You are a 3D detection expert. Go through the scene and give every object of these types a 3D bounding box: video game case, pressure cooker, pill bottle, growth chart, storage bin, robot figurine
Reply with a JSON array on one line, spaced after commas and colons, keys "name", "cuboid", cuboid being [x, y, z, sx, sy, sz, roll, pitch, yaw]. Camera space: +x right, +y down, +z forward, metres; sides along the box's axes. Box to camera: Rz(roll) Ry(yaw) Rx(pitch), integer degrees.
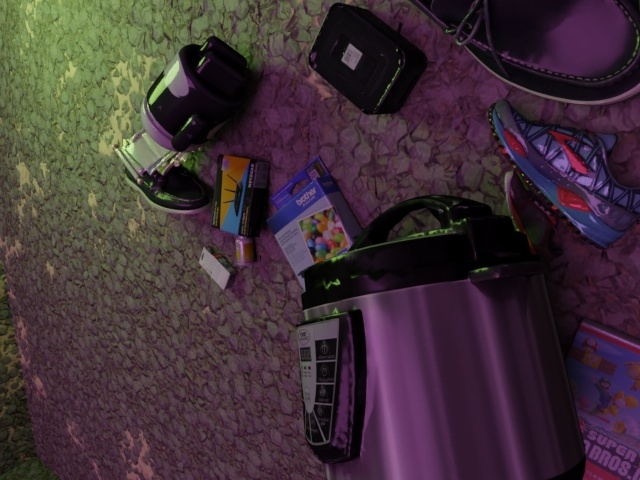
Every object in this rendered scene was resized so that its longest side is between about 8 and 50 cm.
[{"name": "video game case", "cuboid": [0.465, 0.287, 0.761, 0.204, 0.025, 0.285, 25, 117, 32]}, {"name": "pressure cooker", "cuboid": [0.157, 0.148, 0.732, 0.369, 0.375, 0.421, -12, 79, 21]}, {"name": "pill bottle", "cuboid": [-0.187, 0.018, 1.200, 0.043, 0.043, 0.083, 10, 109, 37]}, {"name": "growth chart", "cuboid": [-0.394, -0.243, 1.219, 0.237, 0.021, 0.172, -35, 70, -2]}, {"name": "storage bin", "cuboid": [0.080, -0.318, 0.857, 0.180, 0.084, 0.122, 46, 127, 19]}, {"name": "robot figurine", "cuboid": [-0.280, -0.316, 1.088, 0.278, 0.209, 0.174, -35, 94, 33]}]

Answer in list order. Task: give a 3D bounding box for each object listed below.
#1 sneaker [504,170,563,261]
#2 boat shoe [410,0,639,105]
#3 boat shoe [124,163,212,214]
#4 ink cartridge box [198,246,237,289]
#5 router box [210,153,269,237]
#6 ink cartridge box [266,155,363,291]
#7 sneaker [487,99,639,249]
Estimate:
[{"name": "sneaker", "cuboid": [0.334, -0.039, 0.759, 0.064, 0.061, 0.158, -19, 98, 25]}, {"name": "boat shoe", "cuboid": [0.234, -0.355, 0.675, 0.500, 0.156, 0.187, 46, 125, 18]}, {"name": "boat shoe", "cuboid": [-0.409, -0.170, 1.273, 0.340, 0.127, 0.113, 31, 133, 39]}, {"name": "ink cartridge box", "cuboid": [-0.274, 0.071, 1.298, 0.115, 0.029, 0.063, 43, 126, 23]}, {"name": "router box", "cuboid": [-0.192, -0.106, 1.148, 0.133, 0.046, 0.179, 15, 101, 36]}, {"name": "ink cartridge box", "cuboid": [0.000, 0.000, 1.034, 0.185, 0.065, 0.311, -35, 79, 40]}, {"name": "sneaker", "cuboid": [0.356, -0.119, 0.701, 0.125, 0.104, 0.262, -43, 79, 21]}]
